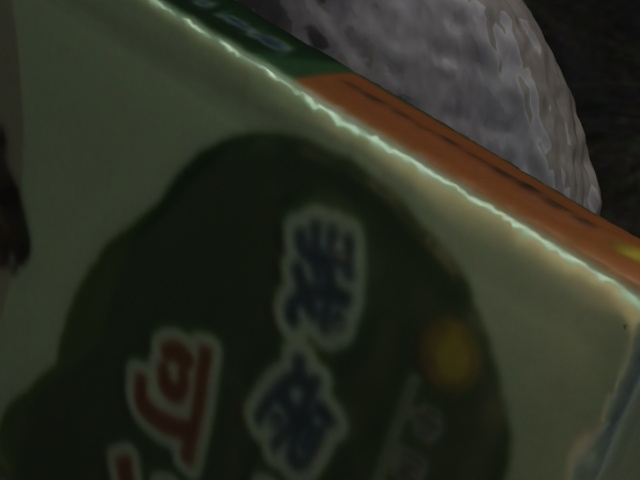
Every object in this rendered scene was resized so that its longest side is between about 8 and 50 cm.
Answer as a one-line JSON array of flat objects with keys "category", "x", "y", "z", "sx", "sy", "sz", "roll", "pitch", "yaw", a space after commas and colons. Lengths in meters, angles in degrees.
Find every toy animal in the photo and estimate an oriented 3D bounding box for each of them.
[{"category": "toy animal", "x": -0.002, "y": -0.004, "z": 0.704, "sx": 0.226, "sy": 0.188, "sz": 0.358, "roll": -36, "pitch": 136, "yaw": -12}]

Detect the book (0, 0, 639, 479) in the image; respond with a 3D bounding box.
[{"category": "book", "x": -0.092, "y": 0.030, "z": 0.482, "sx": 0.043, "sy": 0.371, "sz": 0.260, "roll": -22, "pitch": 135, "yaw": -45}]
